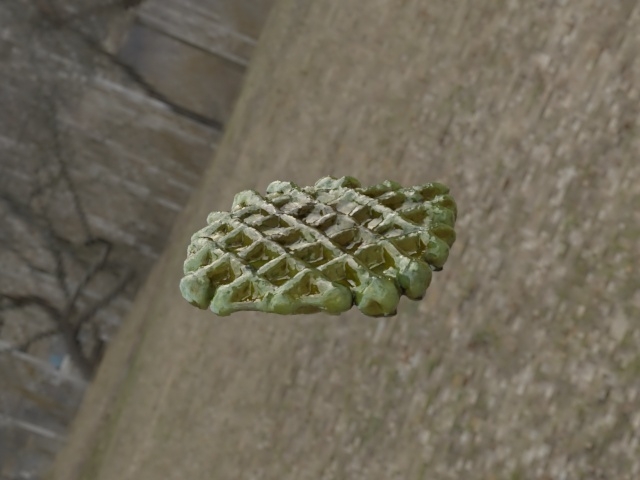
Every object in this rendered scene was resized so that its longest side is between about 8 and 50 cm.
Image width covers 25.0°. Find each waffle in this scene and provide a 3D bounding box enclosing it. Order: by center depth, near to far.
[{"bbox_3d":[0.000,0.000,0.964,0.169,0.183,0.036,-69,-25,-58],"label":"waffle"}]
